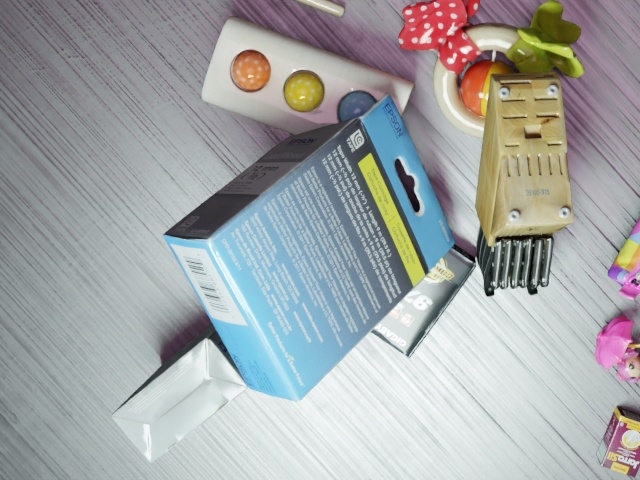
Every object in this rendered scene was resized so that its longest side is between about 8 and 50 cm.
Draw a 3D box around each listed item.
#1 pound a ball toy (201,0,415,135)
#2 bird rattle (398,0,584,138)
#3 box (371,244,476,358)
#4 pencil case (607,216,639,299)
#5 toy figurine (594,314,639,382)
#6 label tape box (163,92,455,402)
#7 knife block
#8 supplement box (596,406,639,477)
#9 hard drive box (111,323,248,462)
[{"bbox_3d":[-0.025,-0.253,1.327,0.319,0.136,0.208,22,101,3],"label":"pound a ball toy"},{"bbox_3d":[0.228,-0.237,1.305,0.254,0.143,0.207,8,116,10],"label":"bird rattle"},{"bbox_3d":[0.090,0.039,1.400,0.220,0.051,0.175,35,102,1],"label":"box"},{"bbox_3d":[0.486,-0.024,1.308,0.104,0.104,0.236,26,99,3],"label":"pencil case"},{"bbox_3d":[0.474,0.164,1.355,0.159,0.130,0.173,-3,124,22],"label":"toy figurine"},{"bbox_3d":[0.000,0.000,1.243,0.115,0.348,0.249,3,127,48],"label":"label tape box"},{"bbox_3d":[0.261,-0.065,1.300,0.088,0.242,0.275,-3,81,-4],"label":"knife block"},{"bbox_3d":[0.446,0.295,1.396,0.055,0.043,0.083,18,102,3],"label":"supplement box"},{"bbox_3d":[-0.173,0.194,1.370,0.181,0.232,0.089,-38,93,13],"label":"hard drive box"}]
